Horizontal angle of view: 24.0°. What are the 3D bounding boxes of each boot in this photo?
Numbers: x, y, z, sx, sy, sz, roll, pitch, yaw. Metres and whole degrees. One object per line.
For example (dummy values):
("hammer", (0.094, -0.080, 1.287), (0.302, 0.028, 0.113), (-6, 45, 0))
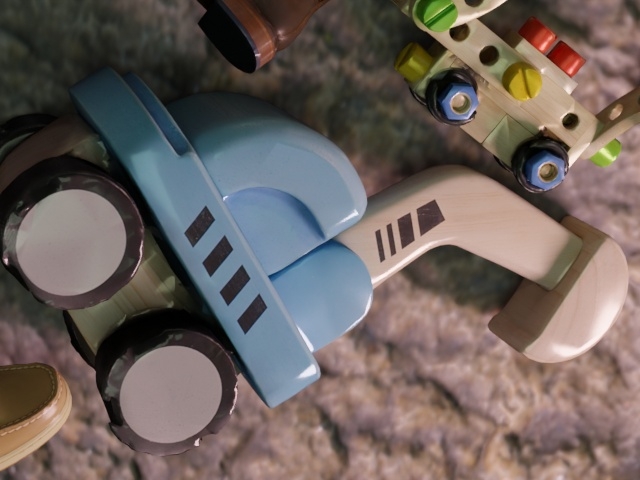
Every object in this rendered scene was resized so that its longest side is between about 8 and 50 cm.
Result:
("boot", (-0.080, -0.252, 1.223), (0.106, 0.082, 0.219), (-37, 100, -24))
("boot", (-0.342, 0.106, 1.216), (0.262, 0.095, 0.203), (-11, 133, -9))

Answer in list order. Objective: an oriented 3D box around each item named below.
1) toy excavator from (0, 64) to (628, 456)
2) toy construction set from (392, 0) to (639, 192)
("toy excavator", (0.000, 0.000, 1.251), (0.445, 0.222, 0.433), (-33, 112, -6))
("toy construction set", (0.189, -0.165, 1.251), (0.328, 0.151, 0.215), (38, 99, -8))
